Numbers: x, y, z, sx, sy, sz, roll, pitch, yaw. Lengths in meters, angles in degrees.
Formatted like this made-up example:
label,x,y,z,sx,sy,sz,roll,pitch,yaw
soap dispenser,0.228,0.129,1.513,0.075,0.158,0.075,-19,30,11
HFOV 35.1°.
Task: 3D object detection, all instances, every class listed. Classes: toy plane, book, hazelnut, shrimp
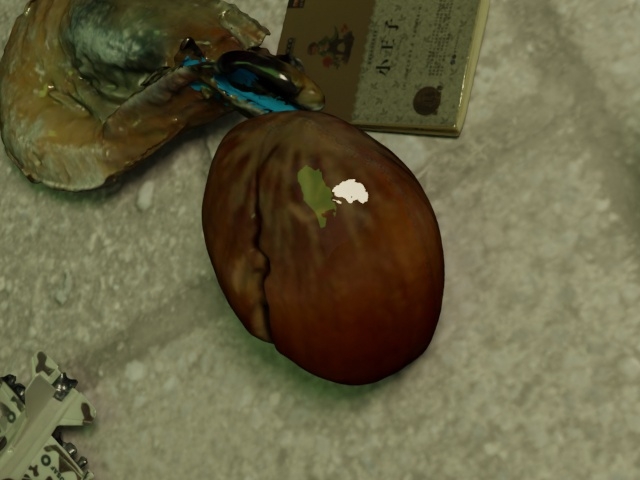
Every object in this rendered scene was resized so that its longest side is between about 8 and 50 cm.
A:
label,x,y,z,sx,sy,sz,roll,pitch,yaw
toy plane,-0.288,0.205,0.969,0.160,0.082,0.234,42,115,21
book,0.046,-0.165,0.890,0.198,0.016,0.138,8,82,32
hazelnut,-0.002,0.002,0.780,0.212,0.181,0.181,27,91,32
shrimp,-0.178,-0.145,0.964,0.445,0.110,0.221,12,87,39
